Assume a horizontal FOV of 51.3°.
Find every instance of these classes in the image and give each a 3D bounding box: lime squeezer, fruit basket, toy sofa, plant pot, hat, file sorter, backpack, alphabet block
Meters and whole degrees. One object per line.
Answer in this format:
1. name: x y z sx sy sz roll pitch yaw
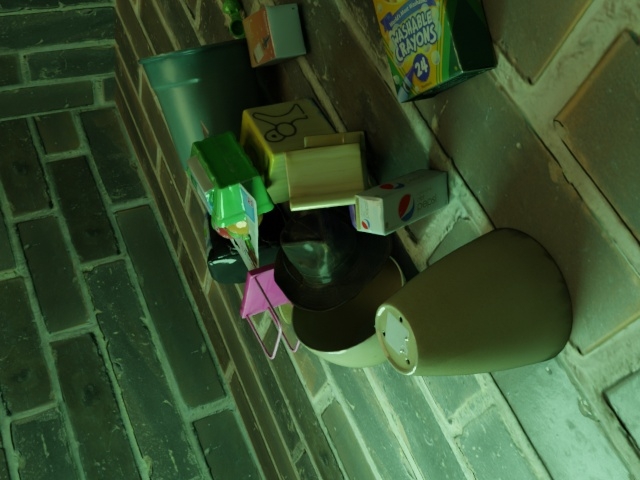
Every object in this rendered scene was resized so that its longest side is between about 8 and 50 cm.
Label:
1. lime squeezer: -0.265 -0.663 2.041 0.310 0.059 0.110 69 154 10
2. fruit basket: -0.242 -0.085 1.730 0.327 0.166 0.353 57 153 33
3. toy sofa: 0.026 -0.132 1.433 0.362 0.150 0.177 -71 -25 -75
4. plant pot: 0.244 0.132 1.174 0.256 0.274 0.256 43 140 50
5. hat: 0.000 0.000 1.570 0.331 0.331 0.134 42 171 50
6. file sorter: -0.034 0.164 1.760 0.182 0.291 0.202 57 150 28
7. plant pot: -0.313 -0.389 1.930 0.341 0.341 0.333 18 123 61
8. backpack: -0.243 -0.028 2.112 0.273 0.290 0.355 92 159 -52
9. plant pot: 0.101 0.187 1.568 0.191 0.284 0.284 51 173 -39
10. alphabet block: -0.087 -0.233 1.746 0.192 0.197 0.193 58 151 33

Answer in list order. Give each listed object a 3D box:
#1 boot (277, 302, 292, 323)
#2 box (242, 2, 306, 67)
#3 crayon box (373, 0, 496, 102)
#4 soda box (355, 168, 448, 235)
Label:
1. boot: -0.054 0.164 2.030 0.115 0.112 0.305 42 139 33
2. box: -0.123 -0.533 1.741 0.170 0.091 0.130 9 113 63
3. crayon box: 0.185 -0.433 1.200 0.203 0.083 0.322 -11 94 65
4. soda box: 0.160 -0.078 1.287 0.069 0.216 0.073 12 116 41
